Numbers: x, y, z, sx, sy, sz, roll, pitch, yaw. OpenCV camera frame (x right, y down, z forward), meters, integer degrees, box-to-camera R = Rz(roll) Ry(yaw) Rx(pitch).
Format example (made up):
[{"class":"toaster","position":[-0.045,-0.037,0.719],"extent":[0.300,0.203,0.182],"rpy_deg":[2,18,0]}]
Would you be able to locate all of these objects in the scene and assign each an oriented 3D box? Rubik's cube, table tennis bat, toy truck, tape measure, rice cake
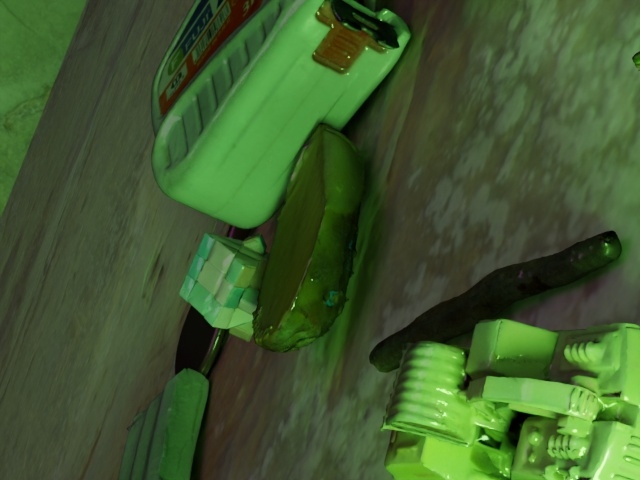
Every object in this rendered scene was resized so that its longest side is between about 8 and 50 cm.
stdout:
[{"class":"Rubik's cube","position":[-0.063,0.040,1.108],"extent":[0.075,0.073,0.084],"rpy_deg":[-52,51,22]},{"class":"table tennis bat","position":[-0.145,0.043,1.229],"extent":[0.169,0.119,0.107],"rpy_deg":[-70,21,2]},{"class":"toy truck","position":[0.097,0.083,0.608],"extent":[0.191,0.116,0.085],"rpy_deg":[-19,51,62]},{"class":"tape measure","position":[-0.041,-0.147,1.155],"extent":[0.243,0.125,0.246],"rpy_deg":[-50,30,25]},{"class":"rice cake","position":[-0.149,0.235,1.163],"extent":[0.127,0.043,0.237],"rpy_deg":[-44,33,45]}]

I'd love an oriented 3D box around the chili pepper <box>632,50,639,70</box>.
[{"class":"chili pepper","position":[0.207,-0.103,0.607],"extent":[0.191,0.050,0.059],"rpy_deg":[-15,40,56]}]

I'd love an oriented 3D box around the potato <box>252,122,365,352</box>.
[{"class":"potato","position":[0.000,0.000,1.014],"extent":[0.119,0.054,0.197],"rpy_deg":[-54,20,42]}]

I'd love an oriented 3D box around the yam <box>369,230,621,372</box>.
[{"class":"yam","position":[0.097,0.036,0.784],"extent":[0.234,0.029,0.027],"rpy_deg":[-34,67,54]}]
